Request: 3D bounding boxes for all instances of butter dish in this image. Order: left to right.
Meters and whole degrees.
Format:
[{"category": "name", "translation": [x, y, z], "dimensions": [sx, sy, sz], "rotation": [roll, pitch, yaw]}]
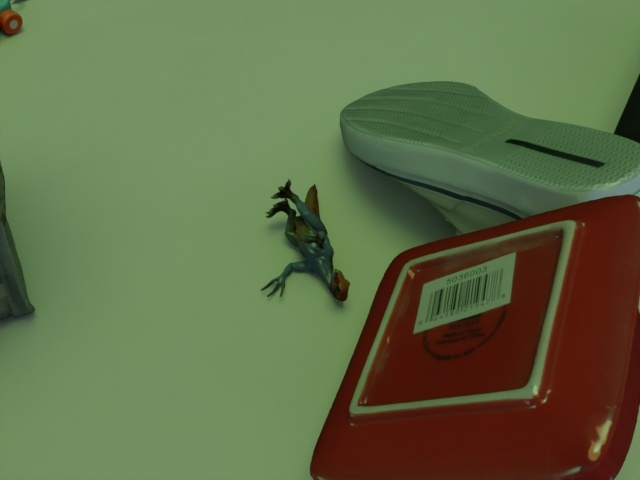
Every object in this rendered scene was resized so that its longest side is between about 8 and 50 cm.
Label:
[{"category": "butter dish", "translation": [0.099, 0.074, 0.429], "dimensions": [0.160, 0.118, 0.160], "rotation": [-17, 36, 41]}]

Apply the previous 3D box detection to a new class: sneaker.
[{"category": "sneaker", "translation": [0.098, -0.035, 0.548], "dimensions": [0.094, 0.091, 0.258], "rotation": [-27, 32, -19]}]

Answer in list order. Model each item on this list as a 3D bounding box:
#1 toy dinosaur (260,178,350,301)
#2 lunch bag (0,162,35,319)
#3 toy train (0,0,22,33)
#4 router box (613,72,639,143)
[{"category": "toy dinosaur", "translation": [0.000, 0.000, 0.541], "dimensions": [0.090, 0.047, 0.082], "rotation": [-30, 73, -40]}, {"category": "lunch bag", "translation": [-0.290, -0.065, 0.416], "dimensions": [0.235, 0.287, 0.169], "rotation": [-17, 49, -19]}, {"category": "toy train", "translation": [-0.331, -0.206, 0.713], "dimensions": [0.166, 0.046, 0.125], "rotation": [-5, 47, -7]}, {"category": "router box", "translation": [0.351, -0.089, 0.613], "dimensions": [0.242, 0.081, 0.309], "rotation": [22, 49, 18]}]
